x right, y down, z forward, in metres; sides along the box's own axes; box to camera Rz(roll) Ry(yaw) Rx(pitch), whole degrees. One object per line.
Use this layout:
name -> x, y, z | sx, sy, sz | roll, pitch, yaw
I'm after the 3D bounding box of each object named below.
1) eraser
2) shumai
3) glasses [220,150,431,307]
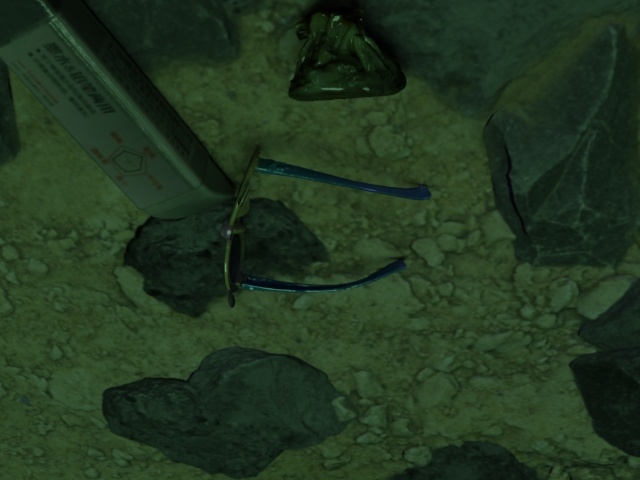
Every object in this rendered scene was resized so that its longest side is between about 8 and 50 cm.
eraser -> -0.216, -0.136, 1.072 | 0.089, 0.061, 0.352 | -19, 129, 25
shumai -> 0.022, -0.176, 0.998 | 0.098, 0.123, 0.087 | -1, 96, 34
glasses -> -0.004, -0.022, 1.176 | 0.220, 0.088, 0.190 | -5, 136, -16
